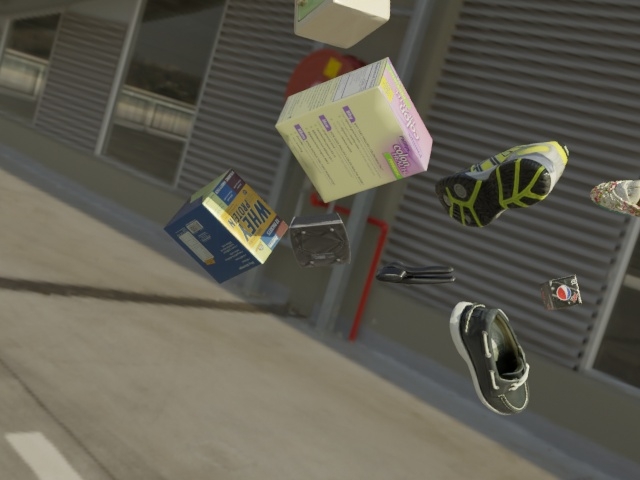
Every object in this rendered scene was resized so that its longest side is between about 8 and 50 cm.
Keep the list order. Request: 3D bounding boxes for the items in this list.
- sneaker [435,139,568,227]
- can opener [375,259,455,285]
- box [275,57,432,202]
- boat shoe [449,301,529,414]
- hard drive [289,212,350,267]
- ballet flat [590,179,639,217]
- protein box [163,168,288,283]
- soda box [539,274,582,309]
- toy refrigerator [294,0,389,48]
[{"bbox_3d":[0.422,-0.132,1.931,0.147,0.145,0.384,-36,14,-29],"label":"sneaker"},{"bbox_3d":[0.224,0.083,1.930,0.186,0.059,0.073,1,38,22],"label":"can opener"},{"bbox_3d":[0.071,-0.221,1.697,0.243,0.117,0.213,-16,-56,29],"label":"box"},{"bbox_3d":[0.344,0.238,1.584,0.091,0.114,0.302,3,-38,44],"label":"boat shoe"},{"bbox_3d":[0.000,0.000,2.462,0.172,0.054,0.255,-6,-29,5],"label":"hard drive"},{"bbox_3d":[0.678,-0.083,1.698,0.241,0.091,0.077,22,-37,23],"label":"ballet flat"},{"bbox_3d":[-0.230,-0.030,2.007,0.201,0.136,0.200,46,-39,-16],"label":"protein box"},{"bbox_3d":[0.477,0.106,1.653,0.053,0.060,0.169,-12,-8,8],"label":"soda box"},{"bbox_3d":[0.025,-0.403,1.086,0.094,0.270,0.102,8,-14,-30],"label":"toy refrigerator"}]
